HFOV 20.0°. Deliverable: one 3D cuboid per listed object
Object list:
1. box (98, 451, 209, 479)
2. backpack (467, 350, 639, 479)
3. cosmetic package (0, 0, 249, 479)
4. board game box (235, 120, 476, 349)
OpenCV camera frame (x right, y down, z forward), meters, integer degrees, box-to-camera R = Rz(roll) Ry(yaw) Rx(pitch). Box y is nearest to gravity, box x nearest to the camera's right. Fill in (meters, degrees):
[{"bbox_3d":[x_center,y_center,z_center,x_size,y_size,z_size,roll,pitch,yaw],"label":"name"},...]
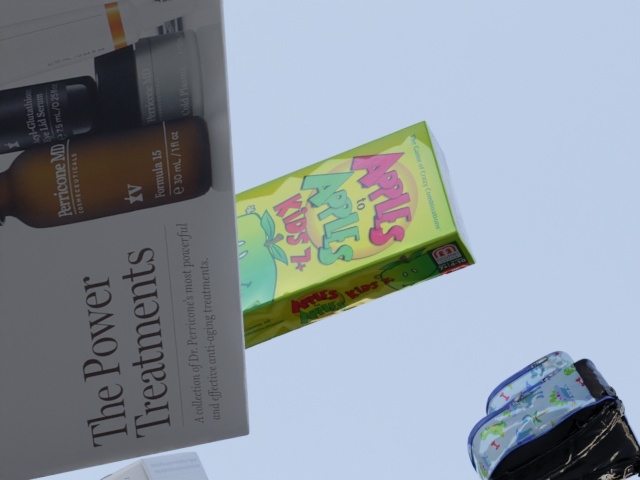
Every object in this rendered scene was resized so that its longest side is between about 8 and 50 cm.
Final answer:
[{"bbox_3d":[-0.188,0.353,2.107,0.119,0.182,0.181,-27,-11,13],"label":"box"},{"bbox_3d":[0.165,0.146,1.320,0.114,0.084,0.105,-31,-49,0],"label":"backpack"},{"bbox_3d":[-0.189,-0.034,0.916,0.284,0.097,0.377,-10,-51,-9],"label":"cosmetic package"},{"bbox_3d":[0.000,0.000,1.168,0.181,0.092,0.043,-21,-36,11],"label":"board game box"}]
